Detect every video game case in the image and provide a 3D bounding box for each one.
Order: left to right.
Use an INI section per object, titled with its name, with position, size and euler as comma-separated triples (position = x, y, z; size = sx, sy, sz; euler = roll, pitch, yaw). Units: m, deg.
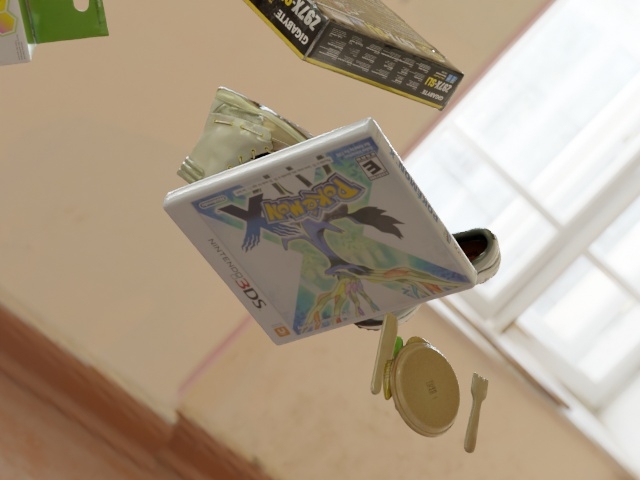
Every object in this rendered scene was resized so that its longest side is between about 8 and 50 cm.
[video game case]
position = 0.000, 0.000, 1.864
size = 0.300, 0.329, 0.036
euler = 53, 32, -32

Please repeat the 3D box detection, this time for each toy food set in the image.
[toy food set]
position = 0.129, 0.188, 1.755
size = 0.192, 0.038, 0.132
euler = 35, 52, -27

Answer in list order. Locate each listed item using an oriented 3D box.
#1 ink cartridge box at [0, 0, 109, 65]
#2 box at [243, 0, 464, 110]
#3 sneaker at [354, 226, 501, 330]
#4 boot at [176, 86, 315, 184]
[ink cartridge box]
position = -0.500, -0.400, 2.303
size = 0.097, 0.255, 0.189
euler = -96, 179, -63
[box]
position = 0.034, -0.328, 2.098
size = 0.322, 0.079, 0.257
euler = 13, 29, -46
[sneaker]
position = 0.156, 0.049, 2.142
size = 0.100, 0.271, 0.108
euler = 61, -8, 22
[boot]
position = -0.108, -0.121, 2.077
size = 0.213, 0.165, 0.077
euler = 30, 2, 29
